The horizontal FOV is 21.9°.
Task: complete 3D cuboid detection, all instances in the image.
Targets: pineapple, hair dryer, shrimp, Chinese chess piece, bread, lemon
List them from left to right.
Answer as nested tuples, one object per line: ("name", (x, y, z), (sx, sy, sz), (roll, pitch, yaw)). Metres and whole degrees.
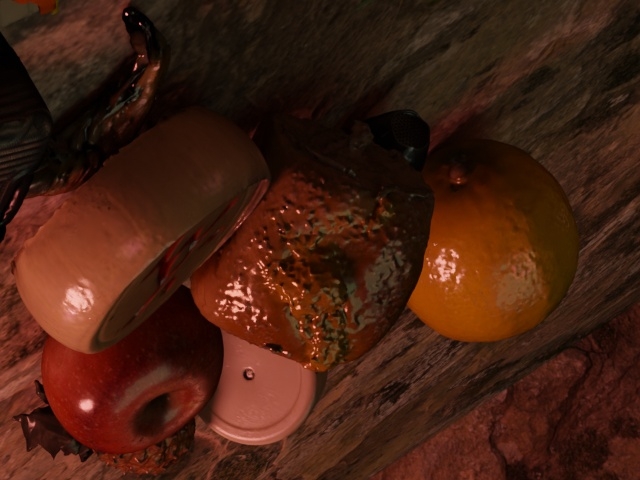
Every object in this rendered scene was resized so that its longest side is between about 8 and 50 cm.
("shrimp", (-0.215, -0.104, 1.311), (0.262, 0.051, 0.198), (-19, 148, -51))
("pineapple", (-0.246, 0.213, 1.912), (0.128, 0.128, 0.248), (-42, 157, 15))
("Chinese chess piece", (-0.158, -0.011, 1.472), (0.250, 0.103, 0.250), (-43, 175, -5))
("hair dryer", (-0.032, -0.057, 1.764), (0.272, 0.091, 0.235), (-7, 158, -35))
("bread", (0.000, 0.000, 1.623), (0.195, 0.176, 0.246), (18, 107, -28))
("lemon", (0.189, -0.014, 2.001), (0.240, 0.240, 0.219), (-33, 130, -12))

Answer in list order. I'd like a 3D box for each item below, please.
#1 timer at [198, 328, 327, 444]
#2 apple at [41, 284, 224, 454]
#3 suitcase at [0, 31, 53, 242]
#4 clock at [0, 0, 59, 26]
("timer", (-0.044, 0.146, 2.100), (0.175, 0.175, 0.266), (-43, 172, 18))
("apple", (-0.201, 0.123, 1.718), (0.201, 0.162, 0.201), (-30, 149, -20))
("suitcase", (-0.340, -0.041, 1.078), (0.312, 0.128, 0.202), (-16, 153, -40))
("clock", (-0.147, -0.230, 1.016), (0.255, 0.106, 0.220), (-30, 161, -21))
